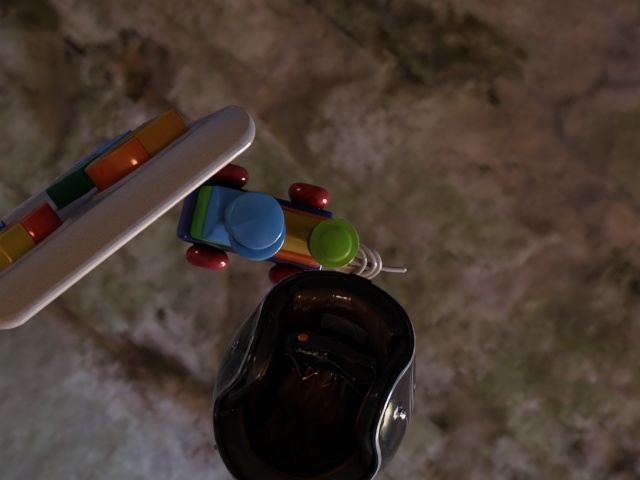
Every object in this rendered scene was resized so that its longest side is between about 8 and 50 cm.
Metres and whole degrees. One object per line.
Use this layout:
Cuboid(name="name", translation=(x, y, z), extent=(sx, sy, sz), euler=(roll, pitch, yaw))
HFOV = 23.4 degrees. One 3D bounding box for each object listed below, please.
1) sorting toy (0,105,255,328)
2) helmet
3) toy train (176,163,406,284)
Cuboid(name="sorting toy", translation=(-0.153, -0.016, 0.906), extent=(0.038, 0.193, 0.208), euler=(57, -24, -15))
Cuboid(name="helmet", translation=(-0.006, 0.123, 1.194), extent=(0.170, 0.161, 0.169), euler=(12, 37, -9))
Cuboid(name="toy train", translation=(0.000, 0.000, 1.472), extent=(0.248, 0.105, 0.143), euler=(14, -2, -21))
